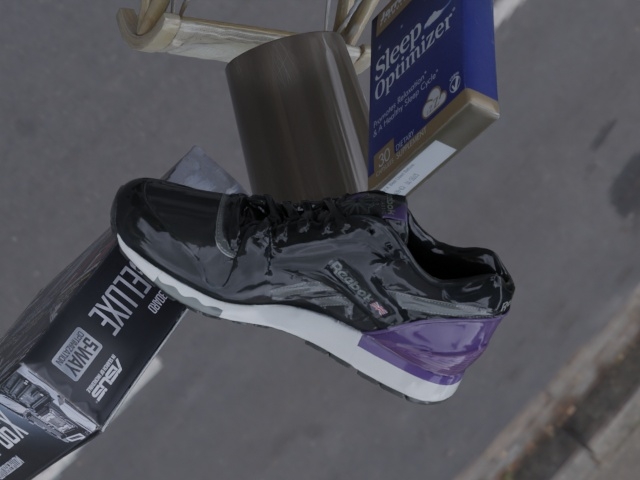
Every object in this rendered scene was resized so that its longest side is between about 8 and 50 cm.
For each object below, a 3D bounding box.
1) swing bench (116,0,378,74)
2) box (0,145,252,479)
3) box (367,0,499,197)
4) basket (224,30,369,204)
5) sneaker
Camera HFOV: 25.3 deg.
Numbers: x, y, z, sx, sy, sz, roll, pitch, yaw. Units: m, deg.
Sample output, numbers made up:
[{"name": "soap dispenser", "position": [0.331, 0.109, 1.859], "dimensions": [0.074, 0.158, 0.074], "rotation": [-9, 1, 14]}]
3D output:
[{"name": "swing bench", "position": [-0.058, -0.294, 1.548], "dimensions": [0.253, 0.165, 0.255], "rotation": [4, 122, -26]}, {"name": "box", "position": [-0.200, 0.085, 1.124], "dimensions": [0.307, 0.076, 0.242], "rotation": [-37, -165, 48]}, {"name": "box", "position": [0.088, -0.155, 1.144], "dimensions": [0.036, 0.225, 0.136], "rotation": [22, 141, -23]}, {"name": "basket", "position": [-0.007, -0.084, 1.447], "dimensions": [0.154, 0.227, 0.204], "rotation": [-17, 174, 3]}, {"name": "sneaker", "position": [0.000, 0.000, 0.989], "dimensions": [0.283, 0.107, 0.124], "rotation": [23, 123, -15]}]
